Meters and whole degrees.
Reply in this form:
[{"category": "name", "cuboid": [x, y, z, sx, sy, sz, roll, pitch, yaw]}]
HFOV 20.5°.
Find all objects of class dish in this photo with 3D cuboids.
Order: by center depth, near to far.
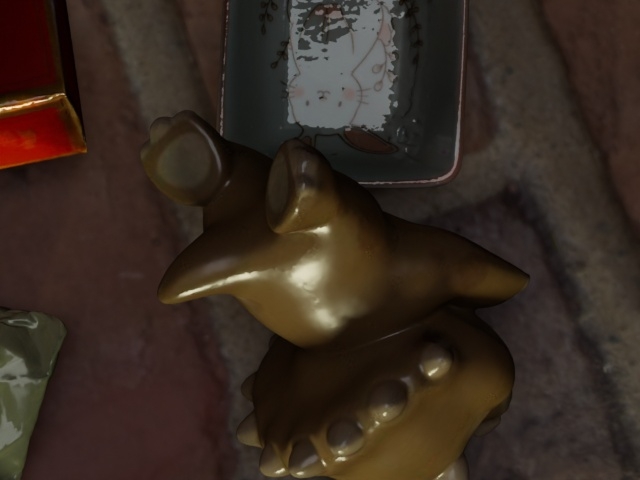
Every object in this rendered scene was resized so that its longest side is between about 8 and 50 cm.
[{"category": "dish", "cuboid": [0.015, -0.146, 1.126, 0.154, 0.064, 0.234, 3, 84, -1]}]

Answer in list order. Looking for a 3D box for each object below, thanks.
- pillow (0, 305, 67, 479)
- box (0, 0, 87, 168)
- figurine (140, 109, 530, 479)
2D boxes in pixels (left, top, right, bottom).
[{"category": "pillow", "cuboid": [-0.324, 0.139, 1.079, 0.280, 0.076, 0.274, 17, 83, 2]}, {"category": "box", "cuboid": [-0.313, -0.129, 1.085, 0.313, 0.089, 0.197, -10, 68, -2]}, {"category": "figurine", "cuboid": [0.004, 0.059, 1.039, 0.247, 0.177, 0.173, 30, 82, -43]}]
